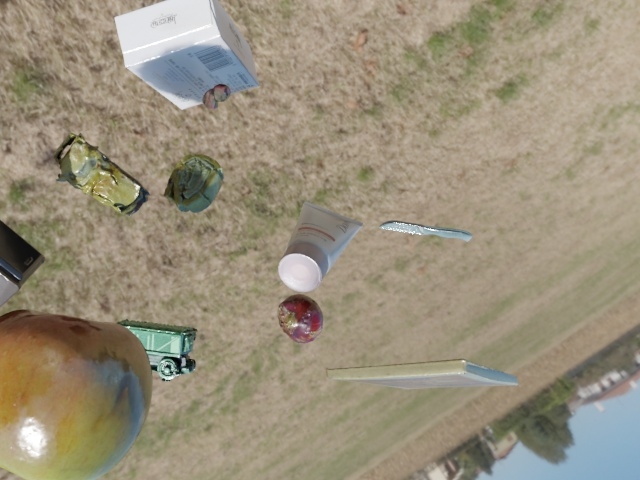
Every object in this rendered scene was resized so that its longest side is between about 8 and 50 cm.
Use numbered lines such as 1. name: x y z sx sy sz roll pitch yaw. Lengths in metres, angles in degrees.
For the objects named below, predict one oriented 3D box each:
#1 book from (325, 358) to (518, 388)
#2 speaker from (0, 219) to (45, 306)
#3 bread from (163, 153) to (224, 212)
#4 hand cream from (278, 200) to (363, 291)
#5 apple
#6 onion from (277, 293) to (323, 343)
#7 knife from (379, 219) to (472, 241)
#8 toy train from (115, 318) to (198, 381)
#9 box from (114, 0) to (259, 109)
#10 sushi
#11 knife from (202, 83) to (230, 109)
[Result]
1. book: 0.140 0.176 0.700 0.170 0.018 0.242 -11 159 30
2. speaker: -0.816 0.046 1.293 0.193 0.153 0.231 -36 112 15
3. bread: -0.306 -0.138 1.334 0.064 0.118 0.156 87 19 -61
4. hand cream: 0.000 0.000 1.063 0.248 0.133 0.083 -64 175 -56
5. apple: -0.496 0.294 1.034 0.339 0.304 0.338 10 169 2
6. onion: -0.040 0.164 1.163 0.097 0.107 0.107 -25 156 -44
7. knife: 0.239 -0.024 1.249 0.210 0.015 0.028 9 136 9
8. toy train: -0.479 0.310 1.553 0.270 0.154 0.115 5 176 9
9. box: -0.273 -0.399 1.180 0.203 0.116 0.274 -15 173 9
10. sushi: -0.612 -0.171 1.503 0.139 0.291 0.131 -51 178 -5
11. knife: -0.179 -0.241 0.929 0.018 0.035 0.247 -13 -166 -17
